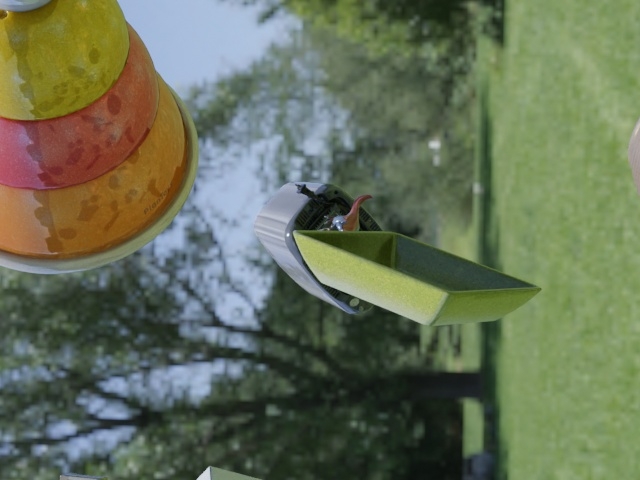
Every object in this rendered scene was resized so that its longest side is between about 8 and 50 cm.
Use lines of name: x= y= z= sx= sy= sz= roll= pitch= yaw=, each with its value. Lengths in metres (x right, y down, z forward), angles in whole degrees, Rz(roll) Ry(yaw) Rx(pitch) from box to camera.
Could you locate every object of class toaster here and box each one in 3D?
toaster: x=0.000 y=0.000 z=2.096 sx=0.129 sy=0.227 sz=0.146 roll=-50 pitch=26 yaw=-14

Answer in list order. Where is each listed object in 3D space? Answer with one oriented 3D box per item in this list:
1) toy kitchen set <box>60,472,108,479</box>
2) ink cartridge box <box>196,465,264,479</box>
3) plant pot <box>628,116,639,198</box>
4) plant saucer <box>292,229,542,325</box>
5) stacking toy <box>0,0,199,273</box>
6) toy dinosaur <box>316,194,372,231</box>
toy kitchen set: x=-0.192 y=0.222 z=1.140 sx=0.075 sy=0.068 sz=0.083 roll=9 pitch=-96 yaw=-73
ink cartridge box: x=-0.109 y=0.303 z=1.563 sx=0.122 sy=0.088 sz=0.052 roll=-47 pitch=36 yaw=36
plant pot: x=0.409 y=-0.106 z=1.555 sx=0.237 sy=0.110 sz=0.237 roll=-37 pitch=-33 yaw=-29
plant saucer: x=0.091 y=0.039 z=1.418 sx=0.188 sy=0.188 sz=0.045 roll=0 pitch=-72 yaw=-55
stacking toy: x=-0.320 y=-0.217 z=1.682 sx=0.480 sy=0.351 sz=0.350 roll=95 pitch=180 yaw=-56
toy dinosaur: x=0.024 y=-0.017 z=1.591 sx=0.090 sy=0.047 sz=0.082 roll=-62 pitch=9 yaw=1
